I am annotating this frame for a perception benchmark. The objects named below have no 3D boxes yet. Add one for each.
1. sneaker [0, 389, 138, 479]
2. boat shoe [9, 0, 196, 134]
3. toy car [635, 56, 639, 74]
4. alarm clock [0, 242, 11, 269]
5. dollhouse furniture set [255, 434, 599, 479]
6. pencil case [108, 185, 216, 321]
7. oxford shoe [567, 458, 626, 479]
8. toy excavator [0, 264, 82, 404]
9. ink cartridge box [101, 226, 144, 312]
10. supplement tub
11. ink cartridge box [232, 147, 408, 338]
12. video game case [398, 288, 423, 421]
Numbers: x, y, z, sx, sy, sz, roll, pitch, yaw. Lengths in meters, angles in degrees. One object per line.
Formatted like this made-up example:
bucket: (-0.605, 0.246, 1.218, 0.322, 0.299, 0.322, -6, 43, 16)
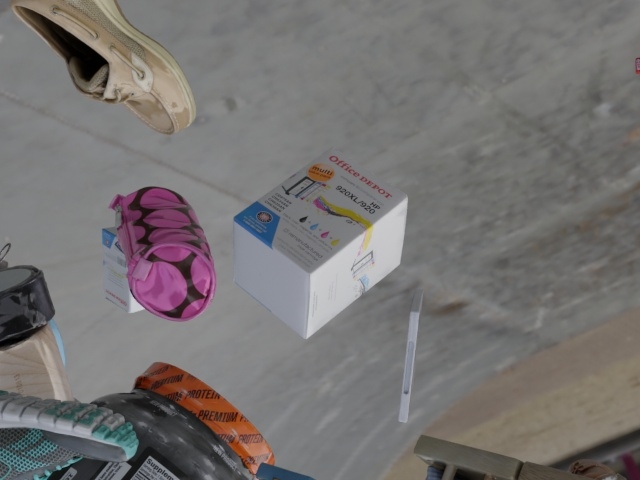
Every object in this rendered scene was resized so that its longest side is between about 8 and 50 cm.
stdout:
sneaker: (-0.221, 0.163, 0.832, 0.167, 0.076, 0.065, 6, -176, 17)
boat shoe: (-0.292, -0.239, 1.428, 0.122, 0.110, 0.341, 3, 149, 35)
toy car: (0.233, -0.080, 0.713, 0.041, 0.122, 0.060, -1, 179, 17)
alarm clock: (-0.538, 0.064, 1.667, 0.064, 0.129, 0.192, 37, 120, -22)
dollhouse furniture set: (0.055, 0.144, 0.459, 0.129, 0.129, 0.184, 6, 153, 44)
pencil case: (-0.172, 0.009, 1.138, 0.098, 0.209, 0.095, 36, 96, -24)
oxford shoe: (0.395, 0.360, 1.572, 0.076, 0.076, 0.212, -55, 157, 3)
toy excavator: (-0.538, 0.178, 1.238, 0.433, 0.222, 0.445, -24, -160, -29)
ink cartridge box: (-0.314, 0.045, 1.737, 0.052, 0.089, 0.122, -12, 115, -38)
supplement tub: (-0.207, 0.292, 1.003, 0.338, 0.207, 0.207, -49, 173, -25)
ink cartridge box: (0.000, 0.000, 1.712, 0.233, 0.171, 0.168, -38, 150, -31)
video game case: (0.097, 0.121, 1.134, 0.011, 0.122, 0.087, 7, -166, 7)
